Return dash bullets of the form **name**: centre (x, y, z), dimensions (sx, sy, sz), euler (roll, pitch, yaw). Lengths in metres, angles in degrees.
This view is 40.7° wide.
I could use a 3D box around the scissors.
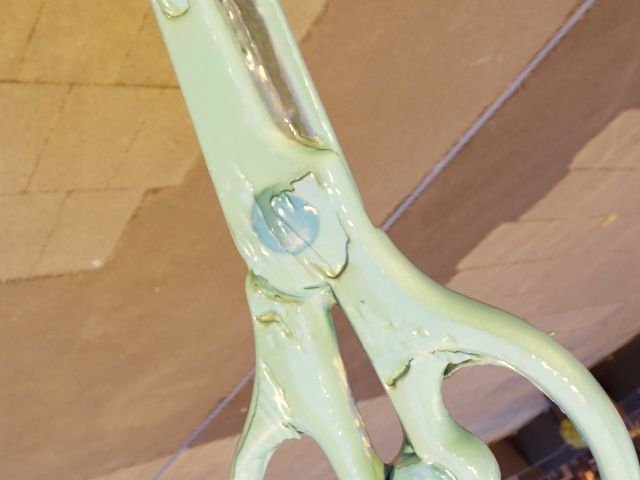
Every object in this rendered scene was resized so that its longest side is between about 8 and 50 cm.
- **scissors**: centre (0.000, 0.000, 0.347), dimensions (0.180, 0.392, 0.032), euler (-18, -172, 22)
